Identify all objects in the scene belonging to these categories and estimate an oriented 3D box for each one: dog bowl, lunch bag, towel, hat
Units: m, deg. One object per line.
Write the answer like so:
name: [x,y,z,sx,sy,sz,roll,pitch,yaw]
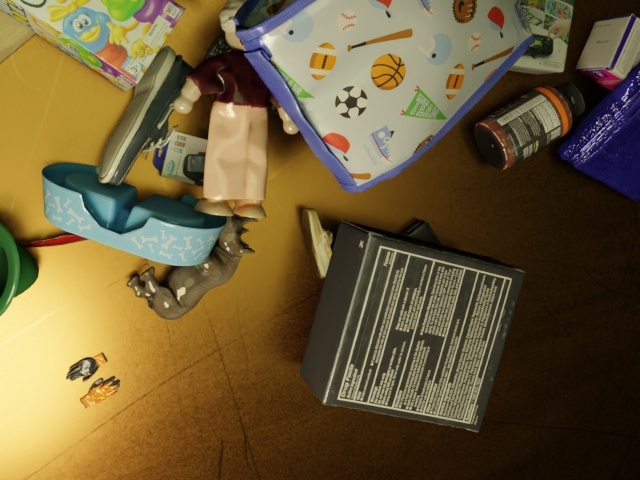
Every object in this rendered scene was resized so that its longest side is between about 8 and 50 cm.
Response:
dog bowl: [-0.298,-0.040,1.267,0.297,0.166,0.074,18,107,4]
lunch bag: [0.084,-0.309,1.202,0.385,0.239,0.328,-49,126,-15]
towel: [0.628,-0.216,1.505,0.228,0.076,0.308,24,128,-20]
hat: [-0.488,0.046,1.317,0.209,0.183,0.172,5,91,24]

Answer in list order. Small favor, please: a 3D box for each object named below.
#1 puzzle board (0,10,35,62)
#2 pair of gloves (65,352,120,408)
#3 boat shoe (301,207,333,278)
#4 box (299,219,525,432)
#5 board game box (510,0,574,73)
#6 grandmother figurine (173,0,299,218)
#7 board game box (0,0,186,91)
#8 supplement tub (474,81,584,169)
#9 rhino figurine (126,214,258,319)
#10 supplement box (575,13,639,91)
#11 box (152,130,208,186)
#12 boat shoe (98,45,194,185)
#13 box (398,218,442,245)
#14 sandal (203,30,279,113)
puzzle board: [-0.499,-0.346,1.256,0.128,0.011,0.096,-43,107,-7]
pair of gloves: [-0.391,0.242,1.385,0.074,0.010,0.083,-29,105,-11]
boat shoe: [0.000,0.000,1.449,0.045,0.050,0.135,-20,114,-17]
box: [0.152,0.144,1.399,0.294,0.183,0.296,14,94,-18]
board game box: [0.342,-0.468,1.452,0.224,0.097,0.303,4,97,-19]
grandmother figurine: [-0.128,-0.210,1.241,0.208,0.104,0.342,3,98,-42]
board game box: [-0.368,-0.365,1.214,0.275,0.144,0.142,33,83,-20]
supplement tub: [0.394,-0.220,1.503,0.198,0.106,0.106,-30,106,-11]
rhino figurine: [-0.204,0.039,1.377,0.243,0.073,0.106,-39,104,-9]
supplement box: [0.626,-0.333,1.552,0.220,0.111,0.113,22,92,-19]
box: [-0.213,-0.136,1.369,0.136,0.028,0.081,13,95,-20]
boat shoe: [-0.275,-0.190,1.289,0.079,0.095,0.254,35,61,-34]
box: [0.166,0.088,1.514,0.191,0.045,0.184,-36,109,-9]
sandal: [0.010,-0.331,1.371,0.446,0.107,0.167,-23,103,-18]
